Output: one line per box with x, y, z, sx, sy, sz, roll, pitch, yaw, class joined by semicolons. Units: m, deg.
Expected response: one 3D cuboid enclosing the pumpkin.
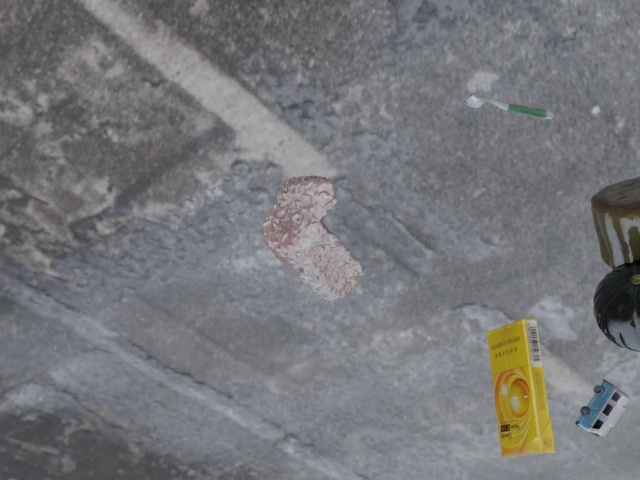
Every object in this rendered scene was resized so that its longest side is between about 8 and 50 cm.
0.597;0.119;1.558;0.194;0.194;0.150;-5;105;13;pumpkin

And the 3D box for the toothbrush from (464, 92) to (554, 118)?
0.330;-0.228;1.455;0.257;0.018;0.024;-1;143;-44;toothbrush

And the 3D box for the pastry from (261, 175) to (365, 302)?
-0.011;0.007;1.215;0.112;0.103;0.265;-41;147;-10;pastry

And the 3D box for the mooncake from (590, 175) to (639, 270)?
0.702;-0.035;1.706;0.290;0.290;0.161;-10;108;18;mooncake

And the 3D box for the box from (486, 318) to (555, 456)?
0.412;0.309;1.764;0.044;0.269;0.152;3;161;-19;box

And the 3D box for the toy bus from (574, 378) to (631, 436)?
0.634;0.382;1.895;0.060;0.075;0.123;28;95;-48;toy bus
